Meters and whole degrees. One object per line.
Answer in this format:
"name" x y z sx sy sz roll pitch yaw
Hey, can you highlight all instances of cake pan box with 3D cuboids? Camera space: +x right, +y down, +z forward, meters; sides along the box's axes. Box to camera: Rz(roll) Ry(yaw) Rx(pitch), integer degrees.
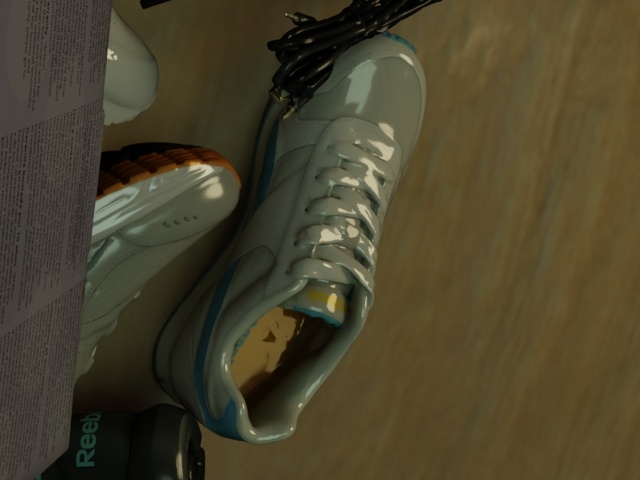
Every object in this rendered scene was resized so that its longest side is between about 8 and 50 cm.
"cake pan box" -0.146 -0.003 0.651 0.070 0.246 0.266 10 104 10

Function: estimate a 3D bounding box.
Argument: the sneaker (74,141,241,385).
"sneaker" -0.144 0.050 0.847 0.262 0.099 0.121 -31 108 -8

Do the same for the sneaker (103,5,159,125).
"sneaker" -0.149 -0.140 0.786 0.235 0.090 0.095 38 91 -34

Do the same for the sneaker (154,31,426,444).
"sneaker" 0.000 0.000 0.920 0.087 0.092 0.228 24 93 -31

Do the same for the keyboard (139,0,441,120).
"keyboard" 0.029 -0.182 0.847 0.317 0.033 0.201 -33 125 -38

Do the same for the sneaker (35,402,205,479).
"sneaker" -0.114 0.200 0.940 0.106 0.101 0.267 1 116 1
